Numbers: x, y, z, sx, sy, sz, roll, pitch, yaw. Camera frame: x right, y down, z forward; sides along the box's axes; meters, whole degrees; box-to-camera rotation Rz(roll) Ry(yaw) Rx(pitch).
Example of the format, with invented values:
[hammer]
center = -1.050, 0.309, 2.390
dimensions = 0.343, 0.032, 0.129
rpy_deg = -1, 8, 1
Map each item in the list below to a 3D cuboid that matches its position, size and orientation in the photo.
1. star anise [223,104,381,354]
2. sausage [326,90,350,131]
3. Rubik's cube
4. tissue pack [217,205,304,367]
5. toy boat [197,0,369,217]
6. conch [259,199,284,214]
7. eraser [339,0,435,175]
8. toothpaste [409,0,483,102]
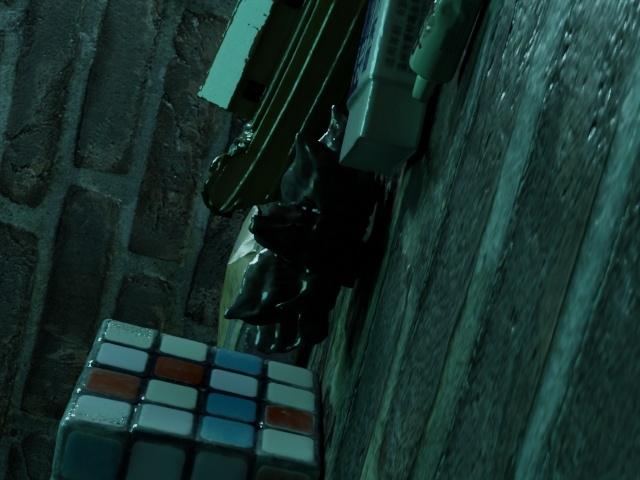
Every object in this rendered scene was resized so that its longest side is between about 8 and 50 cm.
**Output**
[star anise]
center = 0.000, 0.001, 1.304
dimensions = 0.223, 0.109, 0.236
rpy_deg = -58, -12, -62
[sausage]
center = 0.000, -0.178, 1.787
dimensions = 0.105, 0.105, 0.274
rpy_deg = -86, 11, -61
[Rubik's cube]
center = -0.148, 0.264, 1.393
dimensions = 0.256, 0.253, 0.259
rpy_deg = -90, 16, -72
[tissue pack]
center = -0.073, 0.089, 1.775
dimensions = 0.256, 0.123, 0.215
rpy_deg = -84, 7, -60
[toy boat]
center = -0.024, -0.237, 1.548
dimensions = 0.445, 0.162, 0.136
rpy_deg = -62, 4, 7
[conch]
center = -0.017, -0.066, 1.692
dimensions = 0.153, 0.102, 0.135
rpy_deg = -35, -43, -45
[eraser]
center = 0.070, -0.172, 1.181
dimensions = 0.124, 0.068, 0.210
rpy_deg = 141, 142, -78
[toothpaste]
center = 0.111, -0.201, 0.991
dimensions = 0.060, 0.038, 0.233
rpy_deg = -87, 14, -54
